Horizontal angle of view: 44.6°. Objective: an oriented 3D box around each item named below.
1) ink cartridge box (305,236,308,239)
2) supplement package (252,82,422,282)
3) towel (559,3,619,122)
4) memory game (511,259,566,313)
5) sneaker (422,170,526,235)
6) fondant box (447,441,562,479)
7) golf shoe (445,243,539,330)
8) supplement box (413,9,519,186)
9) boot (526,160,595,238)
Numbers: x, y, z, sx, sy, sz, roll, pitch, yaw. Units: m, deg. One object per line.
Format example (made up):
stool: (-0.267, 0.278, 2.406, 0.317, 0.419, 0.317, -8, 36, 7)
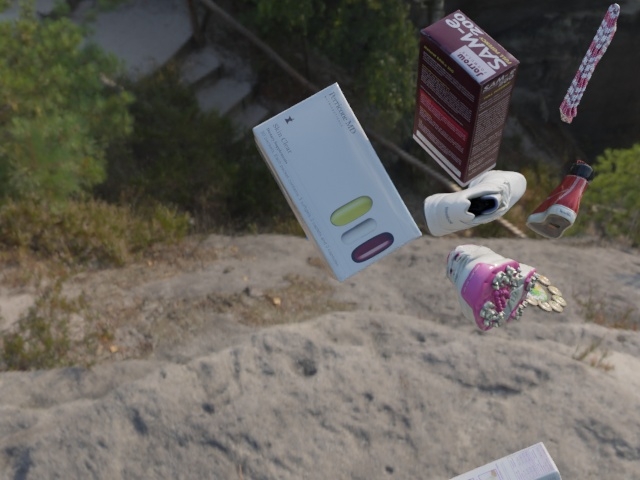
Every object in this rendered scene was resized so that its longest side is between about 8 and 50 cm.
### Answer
ink cartridge box: (0.000, 0.000, 2.110, 0.028, 0.048, 0.083, -64, 26, -1)
supplement package: (0.020, -0.084, 1.230, 0.145, 0.204, 0.262, -30, 92, -3)
towel: (0.465, -0.297, 1.338, 0.029, 0.197, 0.144, 27, 12, 14)
memory game: (0.467, 0.100, 1.743, 0.186, 0.012, 0.186, 21, 27, -12)
sneaker: (0.355, -0.080, 1.662, 0.297, 0.111, 0.129, -25, 11, -37)
fondant box: (0.369, 0.599, 1.673, 0.330, 0.238, 0.096, -24, 29, 3)
golf shoe: (0.239, 0.062, 1.195, 0.140, 0.306, 0.115, 29, 96, 24)
supplement box: (0.207, -0.202, 1.150, 0.073, 0.239, 0.130, -33, 64, -14)
boot: (0.607, -0.106, 1.954, 0.088, 0.244, 0.176, 28, 79, 2)
